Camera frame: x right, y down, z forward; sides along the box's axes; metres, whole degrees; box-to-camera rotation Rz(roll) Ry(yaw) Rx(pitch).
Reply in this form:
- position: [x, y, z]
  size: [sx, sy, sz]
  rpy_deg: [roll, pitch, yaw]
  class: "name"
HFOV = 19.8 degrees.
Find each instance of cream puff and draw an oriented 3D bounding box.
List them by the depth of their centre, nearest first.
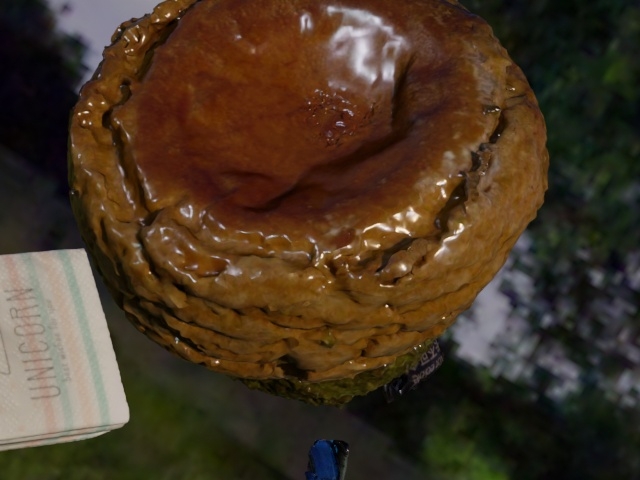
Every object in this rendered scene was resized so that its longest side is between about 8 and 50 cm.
- position: [0.000, 0.000, 0.735]
  size: [0.183, 0.183, 0.169]
  rpy_deg: [29, -30, 26]
  class: "cream puff"

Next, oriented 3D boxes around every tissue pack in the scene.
- position: [-0.106, 0.032, 0.496]
  size: [0.108, 0.056, 0.023]
  rpy_deg: [-2, -20, -41]
  class: "tissue pack"

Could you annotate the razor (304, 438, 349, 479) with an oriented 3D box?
- position: [-0.058, 0.208, 0.727]
  size: [0.056, 0.093, 0.324]
  rpy_deg: [15, 36, 9]
  class: "razor"
